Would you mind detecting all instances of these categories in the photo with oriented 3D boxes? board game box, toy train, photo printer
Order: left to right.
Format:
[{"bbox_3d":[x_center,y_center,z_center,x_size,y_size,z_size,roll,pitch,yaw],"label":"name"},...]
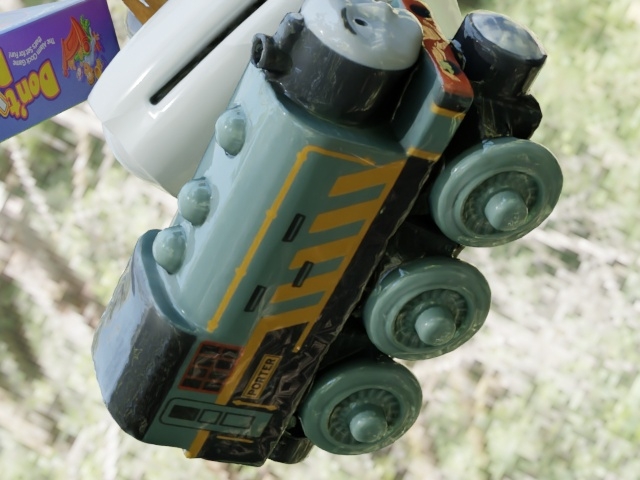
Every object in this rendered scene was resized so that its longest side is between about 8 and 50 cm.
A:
[{"bbox_3d":[-0.343,-0.102,1.492,0.347,0.233,0.078,-37,-64,-57],"label":"board game box"},{"bbox_3d":[-0.024,-0.126,1.305,0.256,0.107,0.307,-42,-9,3],"label":"photo printer"},{"bbox_3d":[0.000,0.000,1.113,0.334,0.190,0.142,-60,33,32],"label":"toy train"}]

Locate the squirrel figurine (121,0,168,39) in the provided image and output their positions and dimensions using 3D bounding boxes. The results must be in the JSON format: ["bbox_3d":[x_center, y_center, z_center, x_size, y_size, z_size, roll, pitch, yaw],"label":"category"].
[{"bbox_3d":[-0.176,-0.331,1.433,0.281,0.370,0.397,-56,21,4],"label":"squirrel figurine"}]
